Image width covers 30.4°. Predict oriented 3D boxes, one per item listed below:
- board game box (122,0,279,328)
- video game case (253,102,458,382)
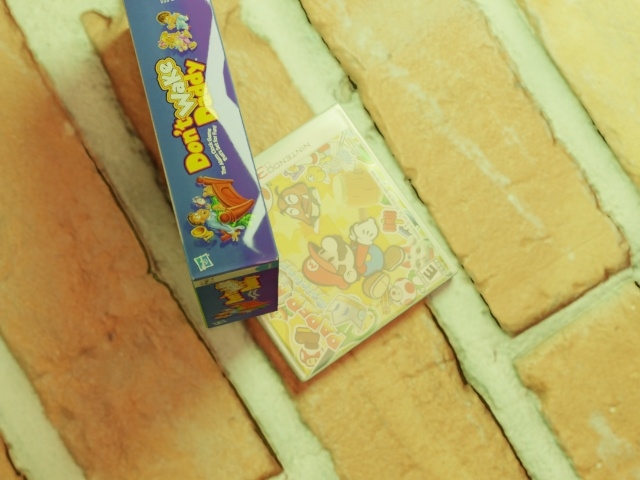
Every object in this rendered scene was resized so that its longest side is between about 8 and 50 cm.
[{"bbox_3d":[-0.119,-0.109,1.126,0.078,0.233,0.347,-14,76,-6],"label":"board game box"},{"bbox_3d":[0.000,0.000,1.249,0.206,0.026,0.227,-35,87,-10],"label":"video game case"}]
